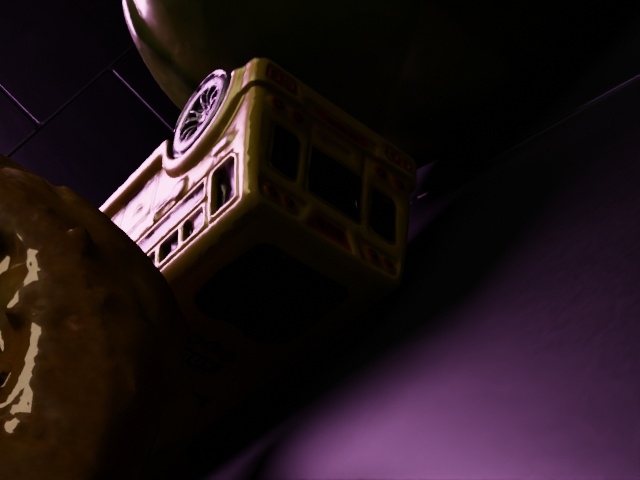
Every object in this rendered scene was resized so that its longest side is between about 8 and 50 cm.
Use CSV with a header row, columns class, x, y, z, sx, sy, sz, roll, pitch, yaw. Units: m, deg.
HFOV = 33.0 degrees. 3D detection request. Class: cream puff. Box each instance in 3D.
class,x,y,z,sx,sy,sz,roll,pitch,yaw
cream puff,-0.213,0.115,0.502,0.327,0.343,0.231,-7,-36,-22

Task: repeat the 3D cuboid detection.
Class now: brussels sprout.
class,x,y,z,sx,sy,sz,roll,pitch,yaw
brussels sprout,0.041,-0.216,0.807,0.371,0.314,0.276,-64,2,-19

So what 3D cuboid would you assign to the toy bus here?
class,x,y,z,sx,sy,sz,roll,pitch,yaw
toy bus,-0.094,0.039,0.709,0.331,0.145,0.151,-40,32,35
